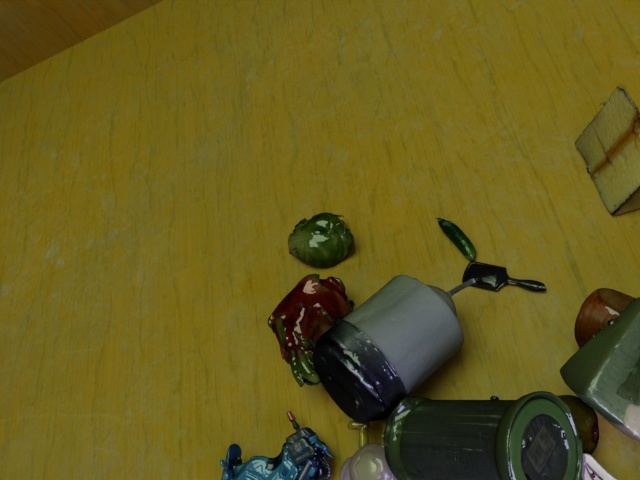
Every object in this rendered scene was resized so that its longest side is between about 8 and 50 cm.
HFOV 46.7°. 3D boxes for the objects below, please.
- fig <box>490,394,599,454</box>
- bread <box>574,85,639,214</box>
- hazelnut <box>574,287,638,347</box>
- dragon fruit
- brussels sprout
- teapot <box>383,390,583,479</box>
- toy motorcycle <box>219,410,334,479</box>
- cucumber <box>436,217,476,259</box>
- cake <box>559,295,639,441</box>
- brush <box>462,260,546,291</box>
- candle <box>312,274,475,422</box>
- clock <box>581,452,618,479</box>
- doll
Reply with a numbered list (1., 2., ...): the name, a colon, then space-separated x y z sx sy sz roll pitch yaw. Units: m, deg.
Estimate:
1. fig: 0.413 0.339 1.417 0.236 0.124 0.124 13 66 46
2. bread: 0.641 -0.201 1.597 0.135 0.178 0.240 -20 54 14
3. hazelnut: 0.567 0.171 1.423 0.150 0.150 0.150 -14 54 20
4. dragon fruit: -0.003 0.203 1.698 0.200 0.198 0.269 -17 50 -14
5. brussels sprout: -0.002 0.000 1.876 0.181 0.100 0.139 -7 76 12
6. teapot: 0.290 0.398 1.354 0.337 0.270 0.200 -14 25 51
7. toy motorcycle: -0.107 0.494 1.598 0.272 0.123 0.182 -35 71 7
8. cucumber: 0.320 -0.012 1.740 0.037 0.037 0.155 -37 50 2
9. cake: 0.573 0.211 1.277 0.158 0.172 0.283 39 110 0
10. brush: 0.407 0.086 1.640 0.193 0.016 0.063 11 67 34
11. candle: 0.163 0.206 1.548 0.342 0.221 0.221 -36 47 -21
12. clock: 0.556 0.478 1.251 0.275 0.080 0.290 -39 54 0
13. doll: 0.099 0.539 1.462 0.160 0.094 0.365 -7 56 28
